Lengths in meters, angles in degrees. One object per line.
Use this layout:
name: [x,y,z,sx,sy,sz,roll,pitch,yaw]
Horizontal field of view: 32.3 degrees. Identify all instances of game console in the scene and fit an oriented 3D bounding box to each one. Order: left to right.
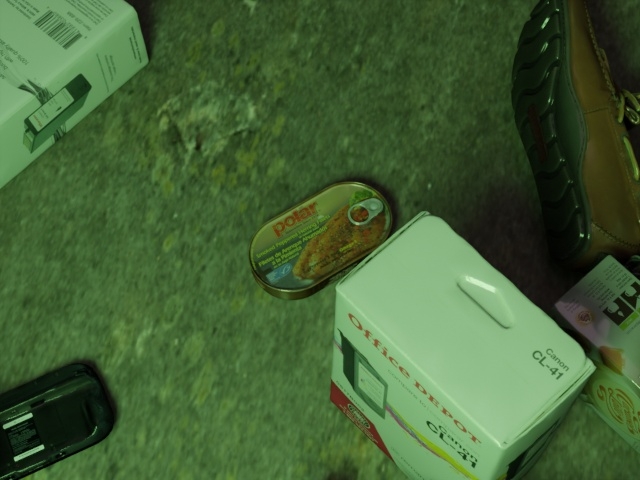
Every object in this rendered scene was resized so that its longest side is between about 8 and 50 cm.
game console: [-0.403,0.259,1.229,0.361,0.044,0.213,-24,66,-10]

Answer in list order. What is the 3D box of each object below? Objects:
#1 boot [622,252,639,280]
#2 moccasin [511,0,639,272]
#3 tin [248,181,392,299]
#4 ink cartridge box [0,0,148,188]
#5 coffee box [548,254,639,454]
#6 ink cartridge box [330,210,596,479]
boot: [0.429,-0.013,1.272,0.229,0.091,0.263,-33,106,-18]
moccasin: [0.336,-0.143,1.370,0.147,0.139,0.380,3,61,-23]
tin: [0.000,0.000,1.358,0.190,0.040,0.106,-30,70,-14]
ink cartridge box: [-0.404,-0.232,1.436,0.211,0.121,0.289,39,70,19]
coffee box: [0.364,0.154,1.213,0.098,0.141,0.246,-39,68,-17]
ink cartridge box: [0.127,0.144,1.129,0.131,0.306,0.226,-40,68,-18]
